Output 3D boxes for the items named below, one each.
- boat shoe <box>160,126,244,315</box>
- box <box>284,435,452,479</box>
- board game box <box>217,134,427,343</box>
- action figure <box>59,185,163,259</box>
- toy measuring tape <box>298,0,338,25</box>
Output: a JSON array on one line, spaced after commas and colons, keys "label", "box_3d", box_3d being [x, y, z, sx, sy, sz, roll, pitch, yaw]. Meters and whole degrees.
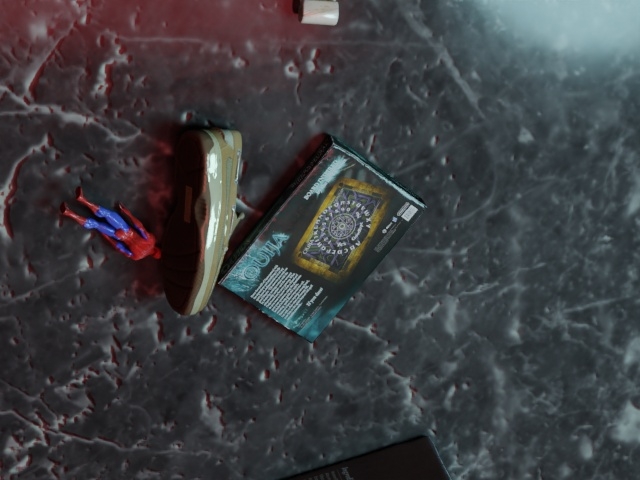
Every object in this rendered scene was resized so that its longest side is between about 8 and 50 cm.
[{"label": "boat shoe", "box_3d": [-0.104, -0.017, 1.746, 0.072, 0.068, 0.190, -10, 121, -41]}, {"label": "box", "box_3d": [0.055, 0.339, 1.891, 0.203, 0.167, 0.168, -17, 117, -5]}, {"label": "board game box", "box_3d": [0.000, 0.000, 1.798, 0.126, 0.026, 0.186, 35, 103, -24]}, {"label": "action figure", "box_3d": [-0.197, -0.013, 1.745, 0.115, 0.030, 0.038, 35, 108, -30]}, {"label": "toy measuring tape", "box_3d": [0.022, -0.336, 1.596, 0.121, 0.121, 0.330, 1, 115, -14]}]
